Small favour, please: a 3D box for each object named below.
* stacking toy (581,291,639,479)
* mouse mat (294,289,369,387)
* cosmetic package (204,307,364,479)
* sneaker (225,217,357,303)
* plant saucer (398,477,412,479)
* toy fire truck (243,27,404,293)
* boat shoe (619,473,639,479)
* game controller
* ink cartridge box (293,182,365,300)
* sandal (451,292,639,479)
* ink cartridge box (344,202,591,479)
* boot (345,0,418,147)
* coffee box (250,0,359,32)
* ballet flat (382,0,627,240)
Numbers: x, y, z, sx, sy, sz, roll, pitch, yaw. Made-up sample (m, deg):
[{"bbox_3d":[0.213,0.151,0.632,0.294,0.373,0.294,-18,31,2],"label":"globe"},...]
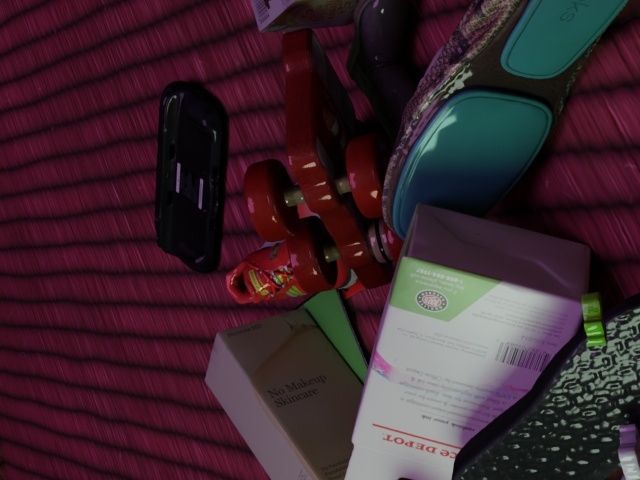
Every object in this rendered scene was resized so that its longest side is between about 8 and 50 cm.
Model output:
[{"bbox_3d":[0.347,0.125,1.271,0.167,0.052,0.221,-11,117,20],"label":"stacking toy"},{"bbox_3d":[0.023,0.167,2.008,0.152,0.007,0.189,-39,72,58],"label":"mouse mat"},{"bbox_3d":[-0.020,0.253,1.956,0.309,0.160,0.113,51,141,33],"label":"cosmetic package"},{"bbox_3d":[-0.046,0.048,1.932,0.279,0.118,0.107,-22,95,59],"label":"sneaker"},{"bbox_3d":[0.145,0.466,1.679,0.333,0.081,0.332,-122,23,-84],"label":"plant saucer"},{"bbox_3d":[0.027,-0.090,1.723,0.302,0.169,0.253,55,-152,-49],"label":"toy fire truck"},{"bbox_3d":[0.335,0.340,1.484,0.070,0.078,0.219,19,117,55],"label":"boat shoe"},{"bbox_3d":[-0.218,-0.103,2.293,0.166,0.067,0.319,28,125,36],"label":"game controller"},{"bbox_3d":[0.000,0.000,1.964,0.145,0.045,0.179,-33,69,58],"label":"ink cartridge box"},{"bbox_3d":[0.290,0.153,1.410,0.446,0.168,0.107,-44,18,40],"label":"sandal"},{"bbox_3d":[0.160,0.150,1.569,0.119,0.207,0.353,-72,-3,-55],"label":"ink cartridge box"},{"bbox_3d":[0.106,-0.188,1.691,0.189,0.076,0.208,98,154,-55],"label":"boot"},{"bbox_3d":[0.023,-0.354,1.710,0.246,0.141,0.098,-28,75,58],"label":"coffee box"},{"bbox_3d":[0.200,-0.204,1.483,0.182,0.164,0.482,-98,27,-42],"label":"ballet flat"}]
